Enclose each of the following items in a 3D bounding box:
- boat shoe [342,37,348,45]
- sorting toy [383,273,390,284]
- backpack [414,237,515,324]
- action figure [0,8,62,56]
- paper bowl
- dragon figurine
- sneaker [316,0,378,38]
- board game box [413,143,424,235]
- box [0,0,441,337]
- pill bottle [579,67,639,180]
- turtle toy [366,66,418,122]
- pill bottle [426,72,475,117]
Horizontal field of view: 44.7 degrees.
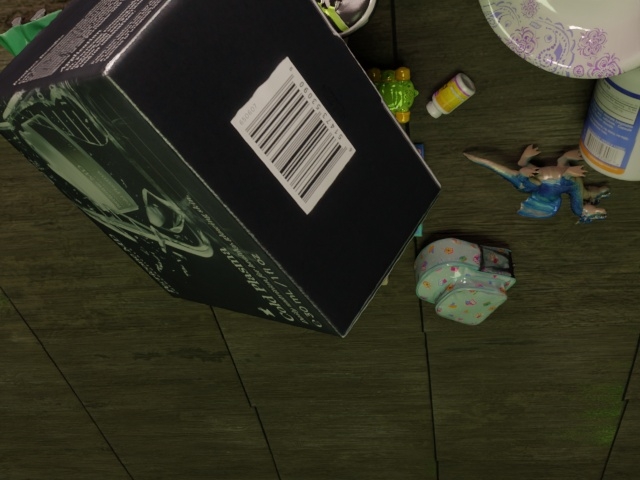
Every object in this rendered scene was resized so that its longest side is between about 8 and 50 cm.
[{"bbox_3d":[-0.038,-0.265,1.285,0.096,0.116,0.324,40,146,14],"label":"boat shoe"},{"bbox_3d":[0.000,0.000,1.548,0.257,0.089,0.256,11,140,18],"label":"sorting toy"},{"bbox_3d":[0.291,0.082,1.625,0.188,0.144,0.166,20,141,-12],"label":"backpack"},{"bbox_3d":[-0.446,-0.283,1.351,0.137,0.064,0.232,-11,131,15],"label":"action figure"},{"bbox_3d":[0.368,-0.376,1.062,0.284,0.148,0.284,27,150,17],"label":"paper bowl"},{"bbox_3d":[0.409,-0.097,1.455,0.289,0.085,0.144,1,137,2],"label":"dragon figurine"},{"bbox_3d":[-0.037,-0.333,1.106,0.234,0.084,0.097,-5,169,17],"label":"sneaker"},{"bbox_3d":[0.120,-0.094,1.515,0.160,0.047,0.210,0,137,6],"label":"board game box"},{"bbox_3d":[-0.168,-0.139,1.146,0.471,0.297,0.480,7,144,51],"label":"box"},{"bbox_3d":[0.516,-0.240,1.239,0.152,0.152,0.272,2,137,3],"label":"pill bottle"},{"bbox_3d":[0.102,-0.253,1.328,0.130,0.066,0.095,2,115,8],"label":"turtle toy"},{"bbox_3d":[0.222,-0.247,1.340,0.043,0.043,0.083,32,131,-26],"label":"pill bottle"}]
